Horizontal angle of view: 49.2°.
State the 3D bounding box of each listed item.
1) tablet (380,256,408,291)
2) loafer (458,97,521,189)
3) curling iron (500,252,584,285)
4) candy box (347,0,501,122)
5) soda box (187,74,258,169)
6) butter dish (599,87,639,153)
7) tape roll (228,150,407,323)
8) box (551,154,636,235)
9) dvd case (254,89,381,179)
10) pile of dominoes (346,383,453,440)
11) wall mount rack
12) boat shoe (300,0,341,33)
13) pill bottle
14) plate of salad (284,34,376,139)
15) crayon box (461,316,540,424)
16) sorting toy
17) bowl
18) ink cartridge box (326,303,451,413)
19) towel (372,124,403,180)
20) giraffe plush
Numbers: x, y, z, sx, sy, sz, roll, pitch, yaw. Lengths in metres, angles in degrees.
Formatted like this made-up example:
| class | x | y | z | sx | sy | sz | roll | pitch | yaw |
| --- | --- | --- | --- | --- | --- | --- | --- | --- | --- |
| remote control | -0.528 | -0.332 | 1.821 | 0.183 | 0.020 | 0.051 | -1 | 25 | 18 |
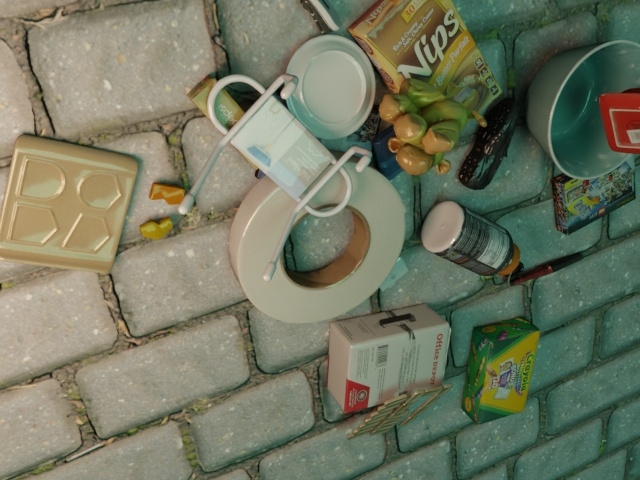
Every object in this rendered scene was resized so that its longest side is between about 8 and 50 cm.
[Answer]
| class | x | y | z | sx | sy | sz | roll | pitch | yaw |
| --- | --- | --- | --- | --- | --- | --- | --- | --- | --- |
| tablet | 0.169 | 0.081 | 1.666 | 0.083 | 0.006 | 0.054 | -37 | 125 | -5 |
| loafer | 0.394 | -0.217 | 1.594 | 0.078 | 0.076 | 0.223 | 10 | 114 | -36 |
| curling iron | 0.597 | 0.069 | 1.859 | 0.274 | 0.035 | 0.068 | -9 | 118 | -23 |
| candy box | 0.218 | -0.364 | 1.419 | 0.183 | 0.087 | 0.316 | -43 | 126 | 0 |
| soda box | -0.164 | -0.219 | 1.300 | 0.058 | 0.061 | 0.181 | -44 | 118 | -1 |
| butter dish | 0.699 | -0.272 | 1.493 | 0.118 | 0.160 | 0.160 | -49 | 129 | -27 |
| tape roll | 0.000 | 0.000 | 1.484 | 0.392 | 0.072 | 0.392 | -12 | 123 | -19 |
| box | 0.710 | -0.133 | 1.810 | 0.233 | 0.044 | 0.159 | -26 | 123 | -13 |
| dvd case | 0.000 | -0.203 | 1.430 | 0.253 | 0.022 | 0.180 | 3 | 112 | -28 |
| pile of dominoes | 0.187 | 0.418 | 1.748 | 0.196 | 0.040 | 0.251 | -2 | 144 | -32 |
| wall mount rack | -0.085 | -0.117 | 1.258 | 0.350 | 0.130 | 0.304 | 41 | 91 | -27 |
| boat shoe | -0.015 | -0.440 | 1.290 | 0.040 | 0.049 | 0.142 | -19 | 129 | 30 |
| pill bottle | 0.365 | 0.007 | 1.653 | 0.246 | 0.130 | 0.130 | 24 | 102 | -34 |
| plate of salad | 0.017 | -0.297 | 1.362 | 0.200 | 0.048 | 0.199 | -6 | 104 | -25 |
| crayon box | 0.493 | 0.358 | 1.922 | 0.165 | 0.081 | 0.278 | -9 | 118 | -23 |
| sorting toy | -0.418 | -0.055 | 1.285 | 0.307 | 0.041 | 0.229 | 10 | 105 | -30 |
| bowl | 0.589 | -0.310 | 1.589 | 0.312 | 0.163 | 0.311 | -12 | 118 | -22 |
| ink cartridge box | 0.163 | 0.282 | 1.697 | 0.273 | 0.114 | 0.197 | -8 | 118 | -23 |
| towel | 0.147 | -0.185 | 1.496 | 0.067 | 0.029 | 0.119 | -35 | 138 | -14 |
| giraffe plush | 0.203 | -0.204 | 1.380 | 0.210 | 0.181 | 0.170 | -23 | 153 | -33 |
